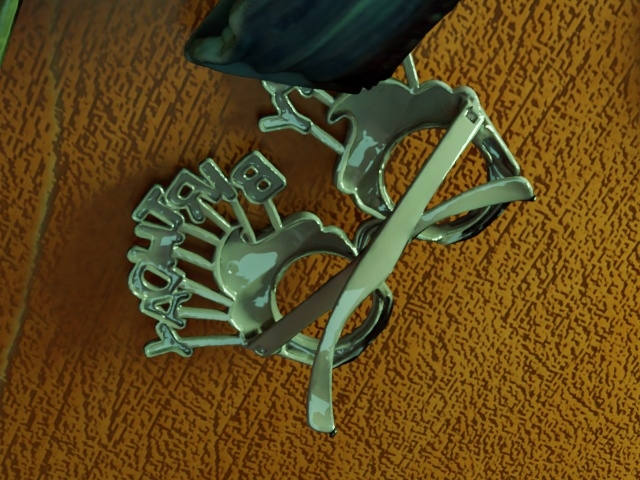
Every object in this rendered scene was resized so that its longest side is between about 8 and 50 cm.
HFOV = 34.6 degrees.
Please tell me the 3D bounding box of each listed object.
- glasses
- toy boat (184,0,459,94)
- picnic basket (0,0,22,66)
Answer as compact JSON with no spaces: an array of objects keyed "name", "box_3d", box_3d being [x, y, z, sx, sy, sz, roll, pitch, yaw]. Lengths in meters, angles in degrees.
[{"name":"glasses","box_3d":[-0.005,-0.006,0.556,0.162,0.095,0.255,39,106,-10]},{"name":"toy boat","box_3d":[0.022,-0.175,0.418,0.142,0.129,0.309,28,132,-16]},{"name":"picnic basket","box_3d":[-0.185,-0.159,0.399,0.165,0.139,0.266,17,116,-20]}]
